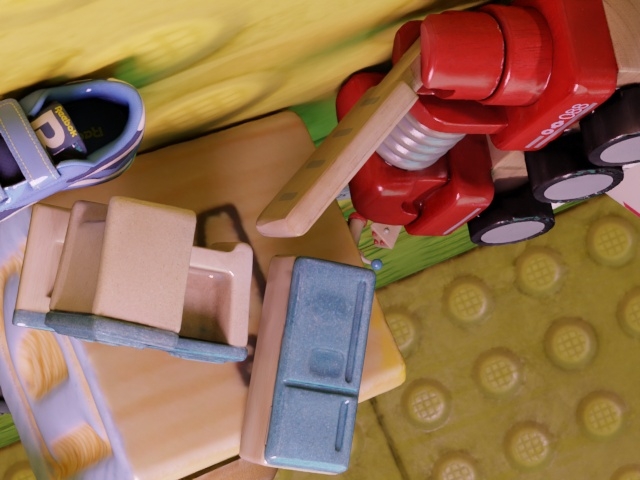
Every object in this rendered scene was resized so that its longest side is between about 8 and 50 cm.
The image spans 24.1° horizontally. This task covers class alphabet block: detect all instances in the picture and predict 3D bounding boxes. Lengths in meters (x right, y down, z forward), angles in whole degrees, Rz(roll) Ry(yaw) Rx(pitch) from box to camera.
[{"bbox_3d":[-0.095,0.053,0.972,0.197,0.193,0.192,-19,175,-29],"label":"alphabet block"}]

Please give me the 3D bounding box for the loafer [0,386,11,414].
[{"bbox_3d":[-0.286,0.097,1.273,0.109,0.095,0.302,7,175,11],"label":"loafer"}]

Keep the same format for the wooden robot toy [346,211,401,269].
[{"bbox_3d":[0.000,0.000,1.579,0.079,0.076,0.173,32,141,-34],"label":"wooden robot toy"}]

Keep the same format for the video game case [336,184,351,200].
[{"bbox_3d":[0.063,-0.076,1.227,0.212,0.023,0.193,-27,173,32],"label":"video game case"}]

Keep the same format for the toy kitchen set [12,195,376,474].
[{"bbox_3d":[-0.047,0.057,0.778,0.207,0.122,0.166,11,174,-27],"label":"toy kitchen set"}]

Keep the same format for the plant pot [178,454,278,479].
[{"bbox_3d":[-0.129,0.191,0.991,0.236,0.032,0.236,-23,175,-2],"label":"plant pot"}]

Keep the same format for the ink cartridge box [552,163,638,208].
[{"bbox_3d":[0.224,-0.114,1.027,0.158,0.092,0.218,-35,-177,-29],"label":"ink cartridge box"}]

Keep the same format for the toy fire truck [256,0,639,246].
[{"bbox_3d":[0.061,-0.062,0.882,0.246,0.159,0.217,-1,161,-25],"label":"toy fire truck"}]

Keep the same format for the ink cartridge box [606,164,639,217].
[{"bbox_3d":[0.392,-0.107,1.437,0.237,0.100,0.172,-21,-146,-16],"label":"ink cartridge box"}]

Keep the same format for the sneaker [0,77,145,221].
[{"bbox_3d":[-0.141,-0.038,0.679,0.144,0.053,0.059,-29,179,-31],"label":"sneaker"}]
